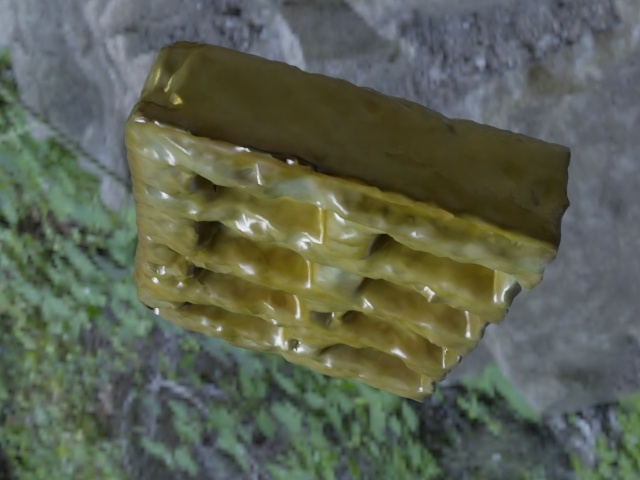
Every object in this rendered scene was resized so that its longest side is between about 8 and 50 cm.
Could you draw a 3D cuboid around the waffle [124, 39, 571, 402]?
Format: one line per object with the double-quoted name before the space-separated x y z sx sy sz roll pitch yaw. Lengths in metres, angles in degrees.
"waffle" 0.000 0.000 0.693 0.168 0.057 0.274 17 162 -1
